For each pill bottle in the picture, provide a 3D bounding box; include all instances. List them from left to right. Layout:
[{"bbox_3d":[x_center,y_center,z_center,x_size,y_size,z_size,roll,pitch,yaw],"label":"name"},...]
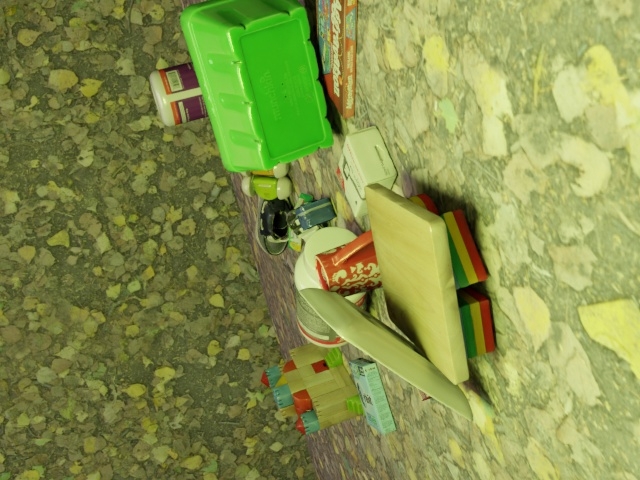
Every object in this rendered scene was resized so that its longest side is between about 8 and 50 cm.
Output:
[{"bbox_3d":[-0.373,-0.491,2.192,0.181,0.323,0.182,163,90,-78],"label":"pill bottle"},{"bbox_3d":[0.026,0.109,1.594,0.318,0.176,0.176,91,158,-56],"label":"pill bottle"}]

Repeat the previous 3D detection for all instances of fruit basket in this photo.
[{"bbox_3d":[-0.132,-0.357,1.479,0.392,0.283,0.392,54,158,34],"label":"fruit basket"}]

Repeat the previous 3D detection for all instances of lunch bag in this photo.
[{"bbox_3d":[-0.017,-0.070,1.719,0.065,0.098,0.067,68,158,2],"label":"lunch bag"}]

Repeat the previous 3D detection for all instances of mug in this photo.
[{"bbox_3d":[0.077,0.031,1.279,0.113,0.169,0.150,-126,22,-58],"label":"mug"}]

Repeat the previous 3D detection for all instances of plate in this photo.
[{"bbox_3d":[0.110,0.173,1.151,0.277,0.045,0.278,34,180,-18],"label":"plate"}]

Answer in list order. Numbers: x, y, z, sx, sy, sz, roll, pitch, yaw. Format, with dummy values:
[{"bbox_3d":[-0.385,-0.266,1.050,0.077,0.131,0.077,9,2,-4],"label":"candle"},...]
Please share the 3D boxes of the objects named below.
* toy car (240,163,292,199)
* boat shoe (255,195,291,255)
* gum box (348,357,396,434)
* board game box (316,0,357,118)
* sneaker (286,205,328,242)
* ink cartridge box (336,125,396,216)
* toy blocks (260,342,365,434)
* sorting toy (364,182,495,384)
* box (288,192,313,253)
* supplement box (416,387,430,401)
[{"bbox_3d":[-0.164,-0.219,2.129,0.136,0.159,0.182,-69,-22,-47],"label":"toy car"},{"bbox_3d":[-0.153,-0.032,2.300,0.340,0.127,0.158,87,169,-47],"label":"boat shoe"},{"bbox_3d":[0.138,0.418,1.842,0.157,0.041,0.184,158,96,-78],"label":"gum box"},{"bbox_3d":[0.028,-0.381,1.272,0.281,0.027,0.145,88,159,-51],"label":"board game box"},{"bbox_3d":[0.000,0.000,1.819,0.234,0.078,0.106,57,-154,-12],"label":"sneaker"},{"bbox_3d":[0.084,-0.127,1.282,0.150,0.063,0.109,104,147,-68],"label":"ink cartridge box"},{"bbox_3d":[-0.041,0.476,2.198,0.381,0.261,0.191,-124,21,-53],"label":"toy blocks"},{"bbox_3d":[0.174,0.047,1.065,0.257,0.089,0.255,-135,30,-66],"label":"sorting toy"},{"bbox_3d":[-0.057,-0.045,1.948,0.179,0.043,0.105,92,-163,-59],"label":"box"},{"bbox_3d":[0.213,0.274,1.310,0.083,0.043,0.055,107,145,-70],"label":"supplement box"}]
